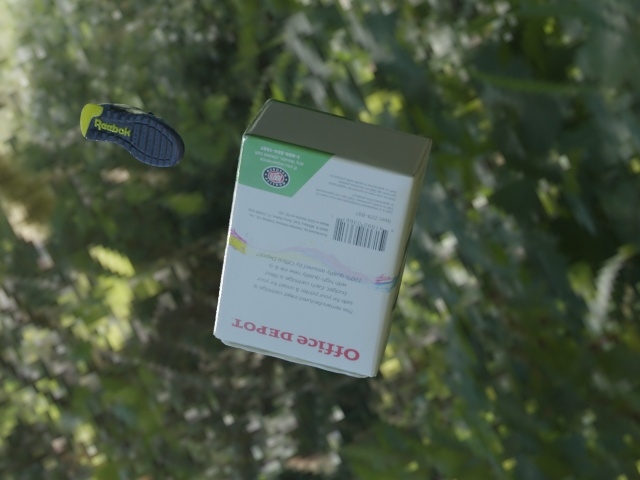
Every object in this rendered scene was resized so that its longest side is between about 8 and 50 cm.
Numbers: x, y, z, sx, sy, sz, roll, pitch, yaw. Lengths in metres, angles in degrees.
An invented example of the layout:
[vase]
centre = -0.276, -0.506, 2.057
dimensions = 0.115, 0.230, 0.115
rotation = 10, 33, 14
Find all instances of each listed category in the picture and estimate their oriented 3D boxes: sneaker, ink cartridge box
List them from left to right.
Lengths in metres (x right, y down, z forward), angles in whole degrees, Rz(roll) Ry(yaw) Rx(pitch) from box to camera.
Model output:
[sneaker]
centre = -0.202, -0.123, 2.050
dimensions = 0.144, 0.053, 0.059
rotation = 24, -163, 31
[ink cartridge box]
centre = 0.000, 0.000, 1.610
dimensions = 0.093, 0.154, 0.212
rotation = -63, -14, -61
